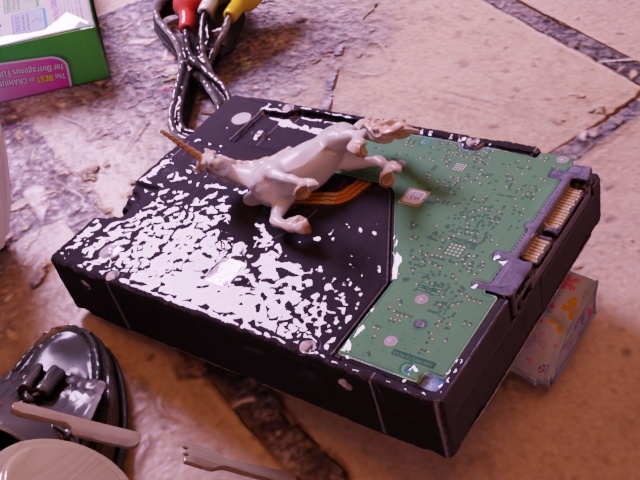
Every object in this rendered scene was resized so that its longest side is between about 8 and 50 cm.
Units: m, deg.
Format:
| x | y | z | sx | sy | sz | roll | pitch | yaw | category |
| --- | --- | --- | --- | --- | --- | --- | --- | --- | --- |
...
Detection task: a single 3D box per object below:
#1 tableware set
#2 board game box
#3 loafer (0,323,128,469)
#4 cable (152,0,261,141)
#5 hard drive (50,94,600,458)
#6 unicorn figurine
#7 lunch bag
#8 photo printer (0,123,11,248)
| x | y | z | sx | sy | sz | roll | pitch | yaw | category |
| --- | --- | --- | --- | --- | --- | --- | --- | --- | --- |
| -0.097 | 0.165 | 0.500 | 0.194 | 0.039 | 0.128 | 20 | 21 | -20 | tableware set |
| -0.402 | -0.229 | 0.950 | 0.316 | 0.064 | 0.242 | -15 | 46 | -8 | board game box |
| -0.185 | 0.151 | 0.543 | 0.096 | 0.084 | 0.268 | -1 | 46 | 8 | loafer |
| -0.128 | -0.202 | 0.889 | 0.139 | 0.072 | 0.287 | -1 | 46 | 13 | cable |
| 0.000 | 0.000 | 0.648 | 0.338 | 0.064 | 0.237 | 14 | 48 | 34 | hard drive |
| -0.018 | -0.051 | 0.629 | 0.161 | 0.060 | 0.111 | -14 | 27 | -20 | unicorn figurine |
| 0.148 | 0.056 | 0.623 | 0.071 | 0.053 | 0.083 | 24 | 62 | 30 | lunch bag |
| -0.405 | -0.071 | 0.672 | 0.307 | 0.256 | 0.107 | -13 | 25 | -7 | photo printer |
